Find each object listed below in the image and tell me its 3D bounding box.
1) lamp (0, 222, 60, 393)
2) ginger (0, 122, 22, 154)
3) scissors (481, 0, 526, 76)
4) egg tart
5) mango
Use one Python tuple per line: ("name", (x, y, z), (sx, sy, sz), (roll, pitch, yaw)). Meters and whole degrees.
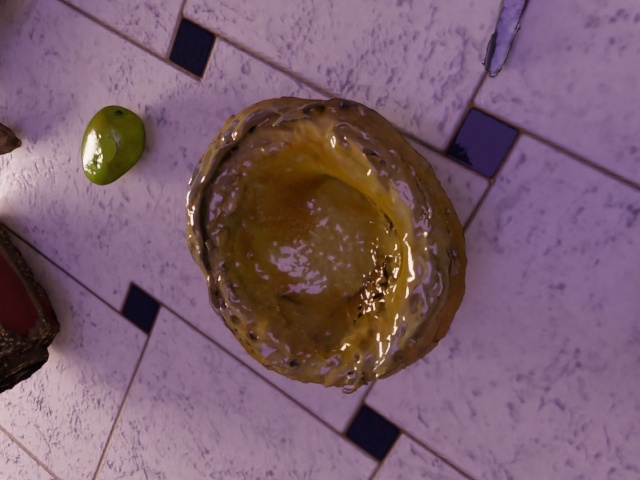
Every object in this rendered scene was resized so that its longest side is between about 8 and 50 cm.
("lamp", (-0.476, 0.075, 0.745), (0.177, 0.177, 0.274), (-39, 82, 26))
("ginger", (-0.485, -0.147, 0.753), (0.174, 0.069, 0.051), (14, 89, 24))
("scissors", (0.184, -0.310, 0.432), (0.191, 0.029, 0.360), (19, 108, 19))
("egg tart", (0.000, 0.000, 0.534), (0.288, 0.118, 0.288), (6, 106, 24))
("mango", (-0.246, -0.109, 0.658), (0.073, 0.056, 0.108), (49, 119, 14))
